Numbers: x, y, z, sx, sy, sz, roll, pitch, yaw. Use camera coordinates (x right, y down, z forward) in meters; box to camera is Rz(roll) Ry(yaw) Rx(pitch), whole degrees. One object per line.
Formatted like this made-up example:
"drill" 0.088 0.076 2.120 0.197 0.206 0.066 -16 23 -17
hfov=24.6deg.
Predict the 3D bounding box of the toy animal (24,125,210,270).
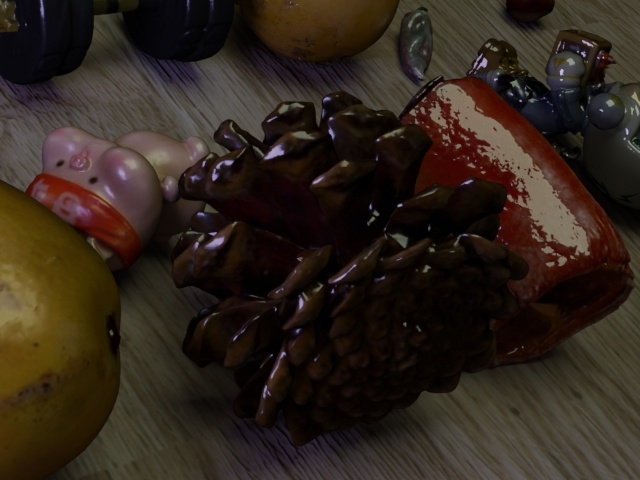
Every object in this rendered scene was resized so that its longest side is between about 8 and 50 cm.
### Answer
"toy animal" -0.227 -0.048 1.602 0.171 0.171 0.197 40 38 19

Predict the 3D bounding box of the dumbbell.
"dumbbell" -0.269 -0.299 1.840 0.388 0.185 0.185 -15 53 -37

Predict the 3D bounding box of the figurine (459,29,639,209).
"figurine" 0.394 -0.174 2.047 0.382 0.186 0.261 33 28 20

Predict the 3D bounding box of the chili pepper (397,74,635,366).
"chili pepper" 0.184 -0.007 1.699 0.251 0.229 0.305 -38 68 -2

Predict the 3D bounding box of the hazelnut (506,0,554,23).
"hazelnut" 0.333 -0.387 2.334 0.086 0.086 0.086 14 40 -12

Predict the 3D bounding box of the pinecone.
"pinecone" 0.000 0.000 1.510 0.384 0.384 0.384 14 40 -12

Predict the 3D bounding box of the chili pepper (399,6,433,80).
"chili pepper" 0.140 -0.287 2.150 0.050 0.041 0.153 1 57 3

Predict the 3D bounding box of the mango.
"mango" -0.384 0.058 1.332 0.445 0.232 0.300 23 61 17

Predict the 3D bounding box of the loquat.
"loquat" -0.007 -0.358 2.005 0.235 0.235 0.235 14 40 -12
